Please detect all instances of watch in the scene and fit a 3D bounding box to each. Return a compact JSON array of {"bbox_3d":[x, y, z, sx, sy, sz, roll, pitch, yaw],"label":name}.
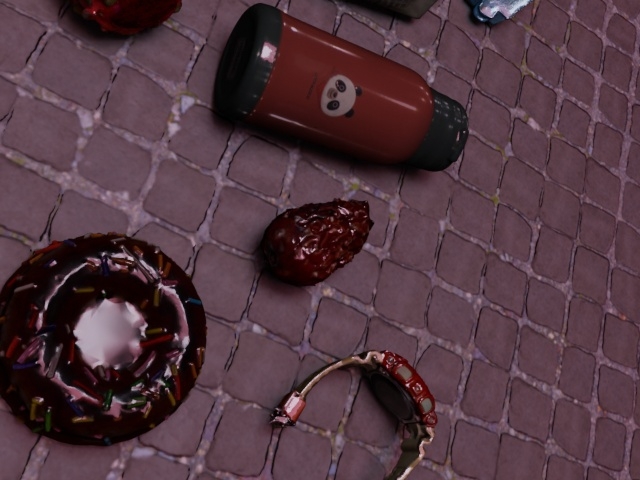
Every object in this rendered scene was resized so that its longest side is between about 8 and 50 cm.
[{"bbox_3d":[0.014,0.239,0.864,0.268,0.102,0.165,-25,83,-22],"label":"watch"}]

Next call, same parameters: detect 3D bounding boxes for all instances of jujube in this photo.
[{"bbox_3d":[-0.002,0.002,0.907,0.166,0.104,0.104,-14,84,-44],"label":"jujube"}]

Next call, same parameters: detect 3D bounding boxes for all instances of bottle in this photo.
[{"bbox_3d":[0.041,-0.177,0.949,0.336,0.144,0.144,17,70,-26],"label":"bottle"}]

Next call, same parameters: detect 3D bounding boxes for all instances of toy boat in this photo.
[{"bbox_3d":[0.322,-0.441,1.184,0.088,0.102,0.215,41,101,-14],"label":"toy boat"}]

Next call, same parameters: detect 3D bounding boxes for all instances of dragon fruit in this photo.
[{"bbox_3d":[-0.223,-0.338,0.840,0.166,0.160,0.172,-23,83,11],"label":"dragon fruit"}]

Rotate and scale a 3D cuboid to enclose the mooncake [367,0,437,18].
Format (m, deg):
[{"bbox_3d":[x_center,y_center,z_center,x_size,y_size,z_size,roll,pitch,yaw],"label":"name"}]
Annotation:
[{"bbox_3d":[0.076,-0.468,1.046,0.254,0.136,0.250,3,72,-28],"label":"mooncake"}]

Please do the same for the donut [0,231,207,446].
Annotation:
[{"bbox_3d":[-0.224,0.096,0.764,0.235,0.089,0.235,7,75,-25],"label":"donut"}]
